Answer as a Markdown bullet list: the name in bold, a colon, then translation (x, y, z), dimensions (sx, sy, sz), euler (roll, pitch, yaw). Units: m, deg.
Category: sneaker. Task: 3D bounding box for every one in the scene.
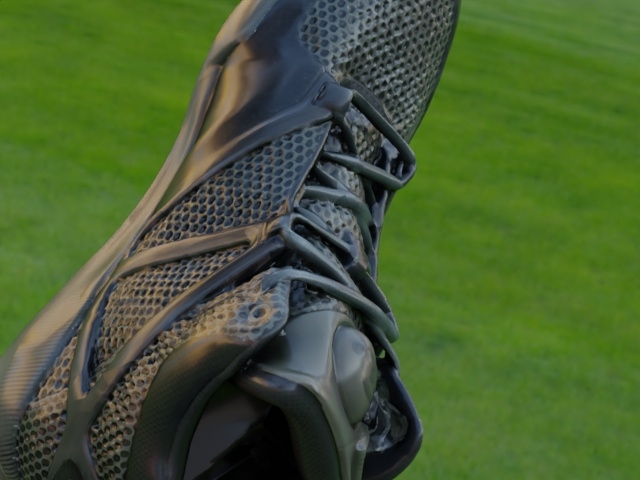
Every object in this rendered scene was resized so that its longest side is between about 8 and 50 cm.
- **sneaker**: translation (0.000, 0.000, 0.471), dimensions (0.130, 0.227, 0.087), euler (18, -23, 48)
